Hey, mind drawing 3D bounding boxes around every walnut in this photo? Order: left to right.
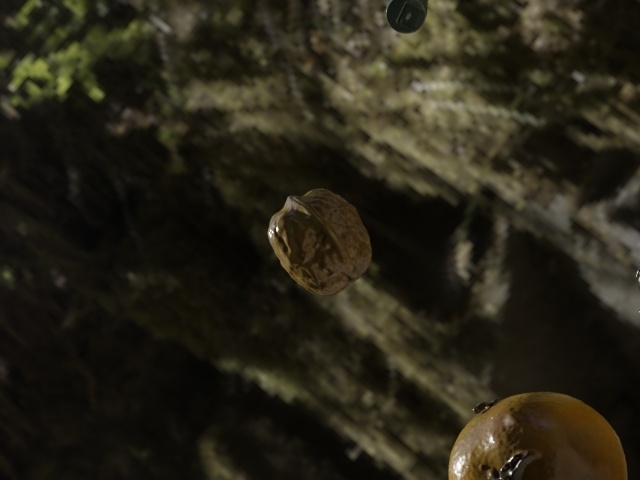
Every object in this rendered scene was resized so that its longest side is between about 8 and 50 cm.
[{"bbox_3d":[0.000,0.000,1.537,0.079,0.096,0.082,-36,2,-17],"label":"walnut"}]

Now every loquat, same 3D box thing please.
[{"bbox_3d":[0.166,0.179,1.324,0.141,0.141,0.141,-41,-25,-23],"label":"loquat"}]

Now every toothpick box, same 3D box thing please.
[{"bbox_3d":[0.111,-0.299,2.219,0.083,0.052,0.052,-76,12,-64],"label":"toothpick box"}]

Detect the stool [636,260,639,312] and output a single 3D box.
[{"bbox_3d":[0.415,0.016,1.780,0.217,0.121,0.125,-29,-70,-27],"label":"stool"}]
